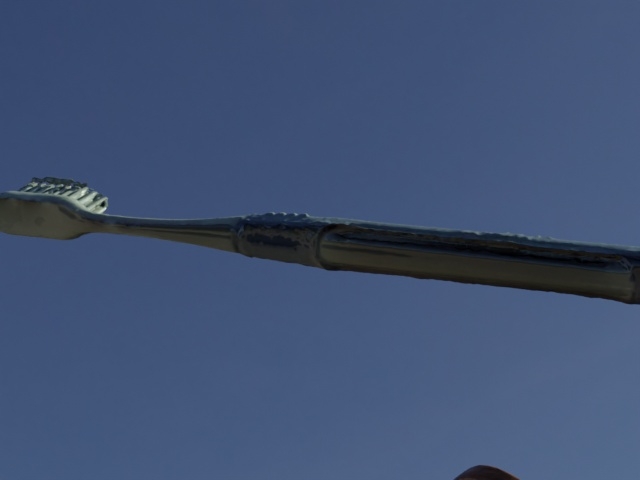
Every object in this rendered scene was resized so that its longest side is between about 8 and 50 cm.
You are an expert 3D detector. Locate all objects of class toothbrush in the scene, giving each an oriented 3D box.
[{"bbox_3d":[0.000,0.000,0.474,0.219,0.016,0.019,6,25,26],"label":"toothbrush"}]

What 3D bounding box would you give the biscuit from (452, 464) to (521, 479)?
[{"bbox_3d":[0.112,0.179,0.922,0.019,0.130,0.102,-31,2,-31],"label":"biscuit"}]
